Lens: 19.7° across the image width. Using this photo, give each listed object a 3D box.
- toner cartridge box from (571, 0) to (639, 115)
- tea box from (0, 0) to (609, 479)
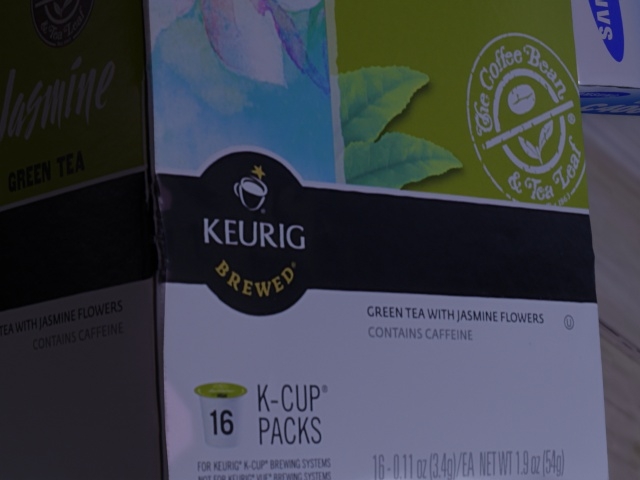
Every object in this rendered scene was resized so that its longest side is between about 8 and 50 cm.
[{"bbox_3d":[0.172,-0.260,1.201,0.165,0.075,0.348,-2,83,-41],"label":"toner cartridge box"},{"bbox_3d":[-0.081,-0.040,0.766,0.220,0.329,0.323,3,80,-40],"label":"tea box"}]
